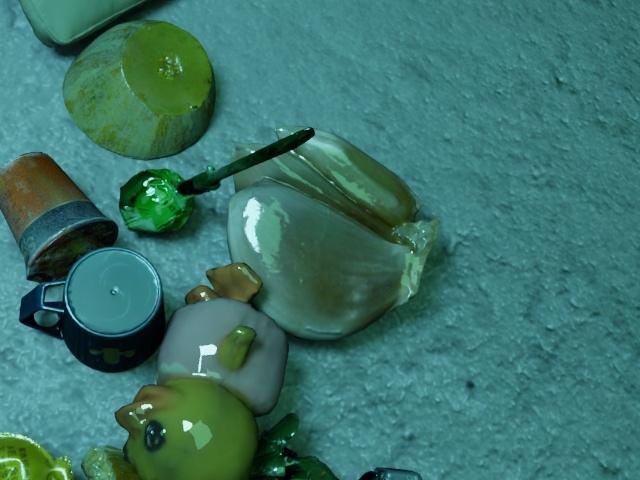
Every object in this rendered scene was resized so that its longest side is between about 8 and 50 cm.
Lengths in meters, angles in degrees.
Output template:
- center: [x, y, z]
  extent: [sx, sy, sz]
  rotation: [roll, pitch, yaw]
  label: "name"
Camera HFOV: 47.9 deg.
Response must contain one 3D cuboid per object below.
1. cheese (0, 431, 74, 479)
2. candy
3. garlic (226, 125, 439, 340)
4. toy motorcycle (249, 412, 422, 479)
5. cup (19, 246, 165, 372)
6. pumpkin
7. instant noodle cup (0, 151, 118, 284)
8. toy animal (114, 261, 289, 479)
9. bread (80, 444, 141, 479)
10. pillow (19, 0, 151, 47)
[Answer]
- center: [-0.399, 0.302, 0.803]
  extent: [0.250, 0.064, 0.156]
  rotation: [-14, 74, -10]
  label: "cheese"
- center: [-0.132, -0.078, 0.896]
  extent: [0.097, 0.323, 0.097]
  rotation: [25, 57, -45]
  label: "candy"
- center: [0.001, -0.001, 0.987]
  extent: [0.325, 0.132, 0.279]
  rotation: [23, 66, -9]
  label: "garlic"
- center: [0.007, 0.313, 0.886]
  extent: [0.275, 0.125, 0.187]
  rotation: [10, 78, -14]
  label: "toy motorcycle"
- center: [-0.270, 0.081, 0.868]
  extent: [0.176, 0.155, 0.131]
  rotation: [2, 70, -17]
  label: "cup"
- center: [-0.245, -0.232, 1.021]
  extent: [0.217, 0.110, 0.217]
  rotation: [8, 67, -19]
  label: "pumpkin"
- center: [-0.346, -0.035, 0.917]
  extent: [0.127, 0.127, 0.135]
  rotation: [-32, 73, -23]
  label: "instant noodle cup"
- center: [-0.132, 0.182, 0.839]
  extent: [0.169, 0.195, 0.281]
  rotation: [35, 48, -14]
  label: "toy animal"
- center: [-0.215, 0.289, 0.820]
  extent: [0.154, 0.136, 0.054]
  rotation: [33, 83, 1]
  label: "bread"
- center: [-0.316, -0.449, 1.028]
  extent: [0.322, 0.120, 0.255]
  rotation: [-39, 115, -32]
  label: "pillow"
